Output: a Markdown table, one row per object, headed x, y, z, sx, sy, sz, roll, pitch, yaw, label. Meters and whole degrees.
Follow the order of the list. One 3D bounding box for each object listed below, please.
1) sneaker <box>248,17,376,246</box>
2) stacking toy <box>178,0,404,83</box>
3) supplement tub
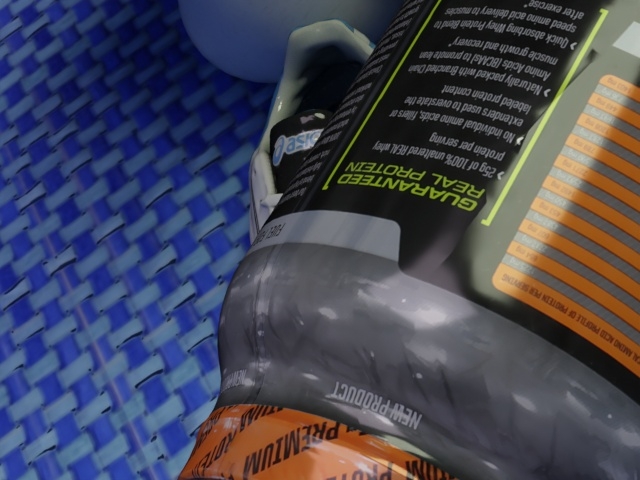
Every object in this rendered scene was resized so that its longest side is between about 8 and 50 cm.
| x | y | z | sx | sy | sz | roll | pitch | yaw | label |
| --- | --- | --- | --- | --- | --- | --- | --- | --- | --- |
| 0.000 | 0.000 | 0.783 | 0.085 | 0.086 | 0.237 | -15 | 48 | 20 | sneaker |
| 0.102 | -0.254 | 0.823 | 0.480 | 0.351 | 0.350 | -43 | 41 | 17 | stacking toy |
| 0.090 | -0.004 | 0.647 | 0.194 | 0.193 | 0.316 | 13 | 61 | 40 | supplement tub |
